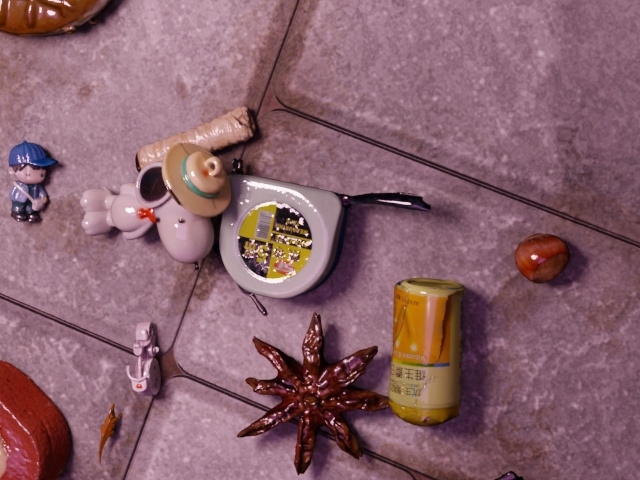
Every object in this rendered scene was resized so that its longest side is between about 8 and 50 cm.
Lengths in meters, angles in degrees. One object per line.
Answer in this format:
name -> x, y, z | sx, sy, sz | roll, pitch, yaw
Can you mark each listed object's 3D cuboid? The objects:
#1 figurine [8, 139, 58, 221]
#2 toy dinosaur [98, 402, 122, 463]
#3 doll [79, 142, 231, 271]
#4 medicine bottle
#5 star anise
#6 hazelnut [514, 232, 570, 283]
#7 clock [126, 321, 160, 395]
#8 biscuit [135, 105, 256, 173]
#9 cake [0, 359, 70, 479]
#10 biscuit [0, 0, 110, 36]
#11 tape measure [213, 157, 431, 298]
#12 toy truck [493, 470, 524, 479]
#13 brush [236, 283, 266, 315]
figurine -> -0.516, -0.106, 1.755 | 0.079, 0.077, 0.136 | 40, 119, 39
toy dinosaur -> -0.379, 0.340, 1.773 | 0.026, 0.041, 0.113 | 17, 102, 4
doll -> -0.280, -0.072, 1.640 | 0.271, 0.144, 0.208 | 20, 111, 28
medicine bottle -> 0.174, 0.185, 1.628 | 0.124, 0.124, 0.239 | 3, 94, 9
star anise -> -0.019, 0.259, 1.684 | 0.288, 0.088, 0.288 | 1, 94, 12
hazelnut -> 0.357, 0.028, 1.612 | 0.086, 0.086, 0.086 | 1, 94, 9
clock -> -0.305, 0.206, 1.730 | 0.041, 0.087, 0.129 | -4, 86, 10
biscuit -> -0.217, -0.167, 1.699 | 0.219, 0.055, 0.061 | -18, 81, 10
cake -> -0.575, 0.335, 1.749 | 0.283, 0.151, 0.177 | 40, 103, 9
biscuit -> -0.523, -0.495, 1.696 | 0.268, 0.115, 0.366 | -40, 86, 10
tape measure -> 0.000, 0.000, 1.646 | 0.351, 0.098, 0.215 | 12, 95, 16
toy truck -> 0.335, 0.507, 1.624 | 0.127, 0.127, 0.257 | -31, 88, 4
brush -> -0.120, 0.096, 1.725 | 0.024, 0.008, 0.083 | -36, 88, 7
